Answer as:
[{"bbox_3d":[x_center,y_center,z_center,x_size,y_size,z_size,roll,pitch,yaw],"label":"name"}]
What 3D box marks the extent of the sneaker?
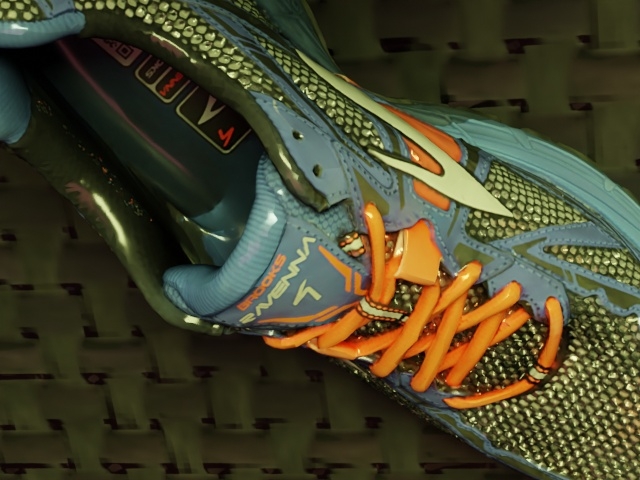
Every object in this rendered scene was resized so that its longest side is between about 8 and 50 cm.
[{"bbox_3d":[0.000,0.000,0.364,0.221,0.087,0.083,33,119,-8],"label":"sneaker"}]
